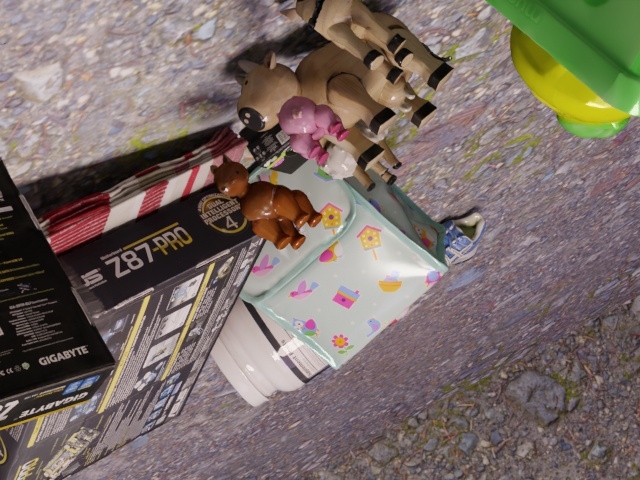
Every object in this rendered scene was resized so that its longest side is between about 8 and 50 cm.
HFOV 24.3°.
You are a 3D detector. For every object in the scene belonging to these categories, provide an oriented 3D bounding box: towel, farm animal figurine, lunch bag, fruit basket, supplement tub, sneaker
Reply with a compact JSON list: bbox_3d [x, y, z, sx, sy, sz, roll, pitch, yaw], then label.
[{"bbox_3d":[-0.238,0.007,1.706,0.329,0.037,0.237,-30,157,-38],"label":"towel"},{"bbox_3d":[0.005,-0.171,1.593,0.326,0.172,0.330,-31,158,-48],"label":"farm animal figurine"},{"bbox_3d":[0.000,0.000,1.900,0.223,0.262,0.160,-42,-158,22],"label":"lunch bag"},{"bbox_3d":[0.265,-0.240,1.500,0.283,0.392,0.392,-19,157,-37],"label":"fruit basket"},{"bbox_3d":[-0.027,0.095,2.130,0.272,0.191,0.191,-34,161,3],"label":"supplement tub"},{"bbox_3d":[0.197,0.008,2.479,0.211,0.080,0.081,-29,157,-42],"label":"sneaker"}]

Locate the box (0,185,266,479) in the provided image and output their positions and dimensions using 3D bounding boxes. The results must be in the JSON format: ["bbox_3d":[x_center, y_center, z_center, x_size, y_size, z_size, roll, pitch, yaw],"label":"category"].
[{"bbox_3d":[-0.249,0.135,1.762,0.318,0.097,0.395,-30,158,-41],"label":"box"}]

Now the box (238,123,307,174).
[{"bbox_3d":[-0.045,-0.121,1.781,0.062,0.052,0.083,-38,161,18],"label":"box"}]

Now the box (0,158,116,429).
[{"bbox_3d":[-0.384,0.067,1.378,0.322,0.257,0.079,-15,154,-44],"label":"box"}]
